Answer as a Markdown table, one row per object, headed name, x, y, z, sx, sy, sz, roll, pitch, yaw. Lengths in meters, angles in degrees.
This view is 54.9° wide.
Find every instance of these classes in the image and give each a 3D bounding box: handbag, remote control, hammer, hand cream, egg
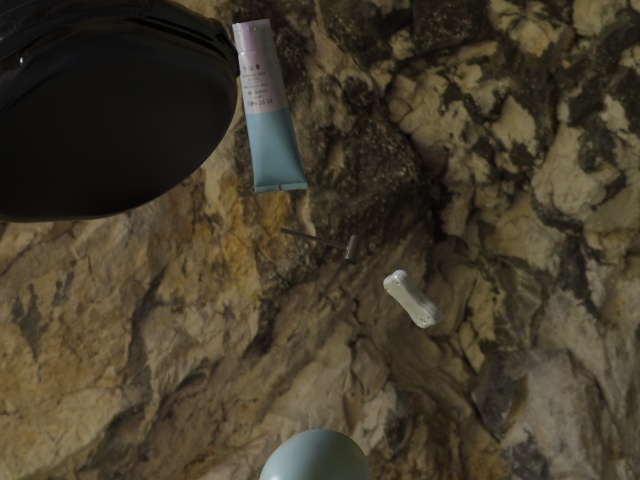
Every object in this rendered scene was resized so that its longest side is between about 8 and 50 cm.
| name | x | y | z | sx | sy | sz | roll | pitch | yaw |
| --- | --- | --- | --- | --- | --- | --- | --- | --- | --- |
| handbag | -0.206 | -0.123 | 0.575 | 0.254 | 0.093 | 0.308 | -45 | -16 | 22 |
| remote control | 0.171 | 0.108 | 1.140 | 0.032 | 0.122 | 0.074 | -41 | -1 | -25 |
| hammer | 0.000 | 0.000 | 0.804 | 0.110 | 0.035 | 0.019 | 16 | -25 | 2 |
| hand cream | -0.095 | -0.241 | 1.134 | 0.111 | 0.070 | 0.312 | -2 | -69 | 17 |
| egg | -0.013 | 0.553 | 1.404 | 0.230 | 0.229 | 0.371 | -35 | -20 | 14 |
